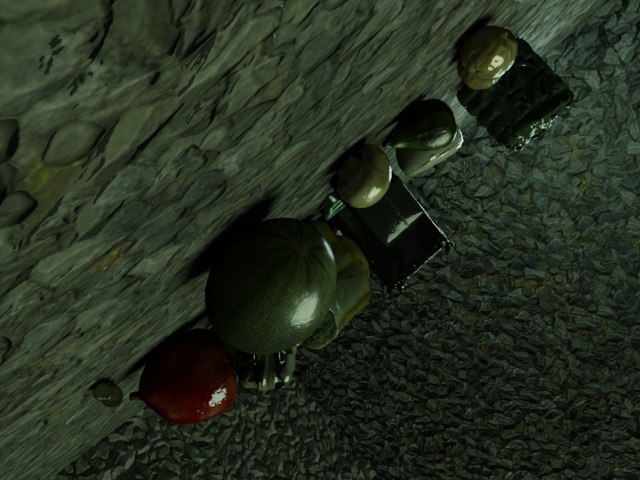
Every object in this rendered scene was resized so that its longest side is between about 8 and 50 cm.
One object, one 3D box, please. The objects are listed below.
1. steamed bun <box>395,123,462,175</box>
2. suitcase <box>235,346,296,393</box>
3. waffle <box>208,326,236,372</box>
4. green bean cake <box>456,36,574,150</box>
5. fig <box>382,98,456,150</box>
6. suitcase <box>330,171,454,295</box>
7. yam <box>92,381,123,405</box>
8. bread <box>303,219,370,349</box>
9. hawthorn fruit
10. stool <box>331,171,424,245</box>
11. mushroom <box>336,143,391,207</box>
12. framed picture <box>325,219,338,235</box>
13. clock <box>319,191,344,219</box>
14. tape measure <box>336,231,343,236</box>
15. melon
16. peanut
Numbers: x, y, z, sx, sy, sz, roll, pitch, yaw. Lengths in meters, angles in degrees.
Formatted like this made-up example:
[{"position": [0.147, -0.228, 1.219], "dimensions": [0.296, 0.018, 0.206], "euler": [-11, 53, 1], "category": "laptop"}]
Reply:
[{"position": [0.267, -0.253, 1.553], "dimensions": [0.177, 0.131, 0.228], "euler": [-31, 180, 17], "category": "steamed bun"}, {"position": [-0.162, 0.284, 1.848], "dimensions": [0.193, 0.352, 0.339], "euler": [-1, 165, -8], "category": "suitcase"}, {"position": [-0.223, 0.325, 2.150], "dimensions": [0.304, 0.077, 0.348], "euler": [-44, -140, -9], "category": "waffle"}, {"position": [0.541, -0.399, 1.685], "dimensions": [0.241, 0.255, 0.132], "euler": [-35, 171, -19], "category": "green bean cake"}, {"position": [0.217, -0.251, 1.386], "dimensions": [0.177, 0.117, 0.117], "euler": [-21, 175, -2], "category": "fig"}, {"position": [0.200, -0.033, 1.837], "dimensions": [0.229, 0.335, 0.152], "euler": [-40, 180, -13], "category": "suitcase"}, {"position": [-0.540, 0.392, 1.556], "dimensions": [0.061, 0.061, 0.274], "euler": [-39, 174, -22], "category": "yam"}, {"position": [-0.019, 0.109, 1.683], "dimensions": [0.210, 0.300, 0.341], "euler": [-42, 180, 38], "category": "bread"}, {"position": [-0.394, 0.403, 1.751], "dimensions": [0.307, 0.265, 0.265], "euler": [-16, 167, -20], "category": "hawthorn fruit"}, {"position": [0.141, -0.099, 1.490], "dimensions": [0.141, 0.232, 0.232], "euler": [-41, 176, 4], "category": "stool"}, {"position": [0.092, -0.138, 1.315], "dimensions": [0.148, 0.112, 0.148], "euler": [-51, -164, 20], "category": "mushroom"}, {"position": [0.000, 0.000, 2.047], "dimensions": [0.335, 0.022, 0.247], "euler": [-46, -170, 48], "category": "framed picture"}, {"position": [0.046, -0.110, 1.677], "dimensions": [0.101, 0.041, 0.135], "euler": [-39, 174, -10], "category": "clock"}, {"position": [0.017, 0.033, 2.312], "dimensions": [0.197, 0.120, 0.236], "euler": [-32, -172, 37], "category": "tape measure"}, {"position": [-0.095, 0.087, 1.159], "dimensions": [0.237, 0.237, 0.302], "euler": [-37, 170, -43], "category": "melon"}, {"position": [0.334, -0.364, 1.234], "dimensions": [0.117, 0.101, 0.263], "euler": [-21, 178, 7], "category": "peanut"}]
